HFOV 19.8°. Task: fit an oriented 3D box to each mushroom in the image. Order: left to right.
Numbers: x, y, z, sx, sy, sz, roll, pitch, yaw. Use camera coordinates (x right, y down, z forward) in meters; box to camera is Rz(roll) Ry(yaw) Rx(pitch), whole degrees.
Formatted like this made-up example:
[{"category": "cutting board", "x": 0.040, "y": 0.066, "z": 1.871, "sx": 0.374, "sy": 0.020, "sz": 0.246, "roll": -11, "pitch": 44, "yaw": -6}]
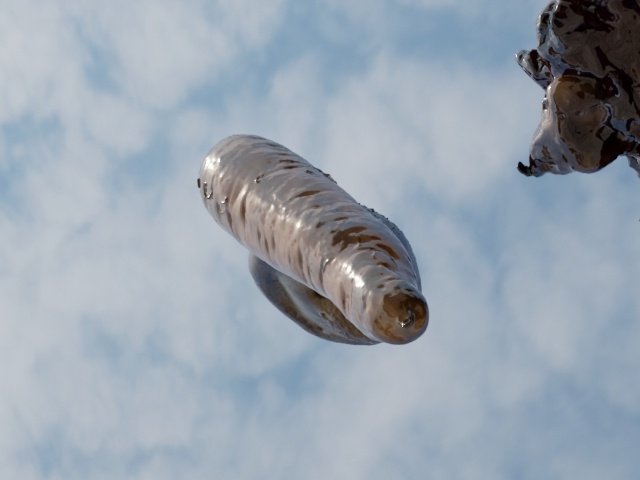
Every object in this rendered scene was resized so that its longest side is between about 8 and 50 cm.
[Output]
[{"category": "mushroom", "x": 0.008, "y": 0.025, "z": 1.211, "sx": 0.127, "sy": 0.127, "sz": 0.087, "roll": 21, "pitch": -124, "yaw": 0}]

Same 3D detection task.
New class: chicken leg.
[{"category": "chicken leg", "x": 0.238, "y": 0.003, "z": 0.831, "sx": 0.407, "sy": 0.096, "sz": 0.158, "roll": 46, "pitch": -123, "yaw": -24}]

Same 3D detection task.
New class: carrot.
[{"category": "carrot", "x": 0.000, "y": 0.000, "z": 0.891, "sx": 0.059, "sy": 0.248, "sz": 0.059, "roll": -8, "pitch": -68, "yaw": -22}]
